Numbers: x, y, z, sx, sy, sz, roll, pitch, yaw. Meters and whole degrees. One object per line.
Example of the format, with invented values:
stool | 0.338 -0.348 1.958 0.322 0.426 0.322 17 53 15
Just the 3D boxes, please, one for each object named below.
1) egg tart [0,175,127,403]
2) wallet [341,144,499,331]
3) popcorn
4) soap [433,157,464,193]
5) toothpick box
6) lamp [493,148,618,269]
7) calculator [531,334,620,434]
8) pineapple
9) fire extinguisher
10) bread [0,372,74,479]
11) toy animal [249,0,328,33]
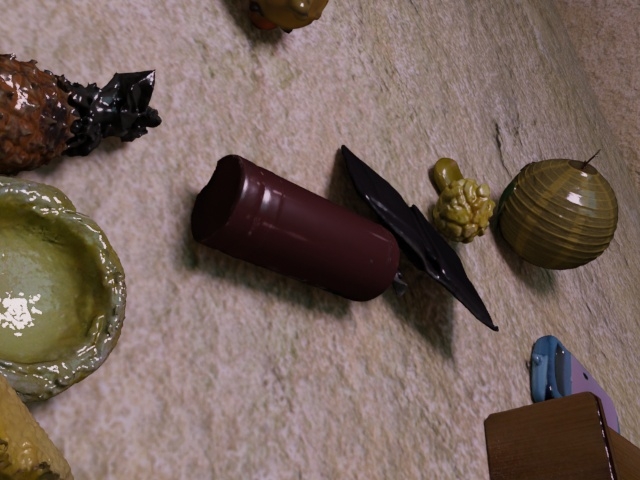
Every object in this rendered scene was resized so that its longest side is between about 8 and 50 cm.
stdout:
egg tart | -0.261 0.046 0.483 0.197 0.078 0.197 23 54 -36
wallet | 0.154 -0.012 0.938 0.323 0.041 0.247 40 20 -21
popcorn | 0.268 -0.055 1.088 0.106 0.116 0.121 96 -23 -87
soap | 0.276 -0.104 1.179 0.140 0.045 0.089 58 35 0
toothpick box | 0.431 0.394 0.929 0.308 0.190 0.187 33 43 -34
lamp | 0.509 -0.076 1.228 0.250 0.284 0.250 9 38 -7
calculator | 0.507 0.315 1.157 0.293 0.051 0.173 44 42 -18
pineapple | -0.250 -0.127 0.569 0.119 0.111 0.237 24 23 16
fire extinguisher | 0.000 0.000 0.768 0.337 0.114 0.135 24 23 -35
bread | -0.270 0.121 0.340 0.174 0.252 0.133 -35 60 -22
toy animal | -0.056 -0.451 0.946 0.195 0.169 0.281 15 55 -37
